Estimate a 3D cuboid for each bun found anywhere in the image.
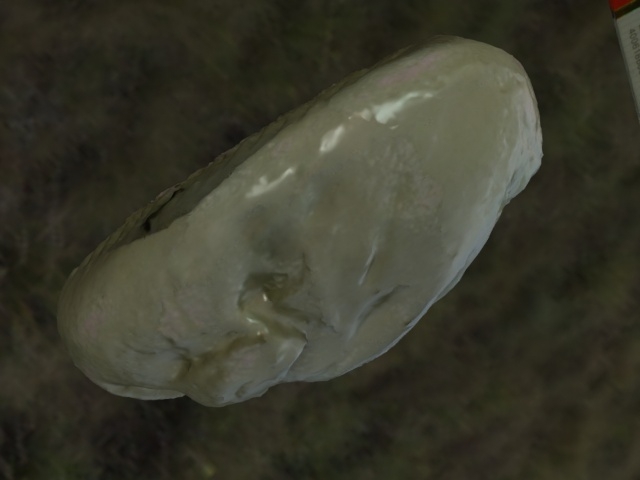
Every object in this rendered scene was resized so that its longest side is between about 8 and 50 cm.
[{"bbox_3d":[0.000,0.000,0.708,0.237,0.116,0.210,-29,-175,19],"label":"bun"}]

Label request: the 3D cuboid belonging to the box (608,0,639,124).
[{"bbox_3d":[0.241,-0.085,0.967,0.139,0.245,0.035,10,154,-43],"label":"box"}]
